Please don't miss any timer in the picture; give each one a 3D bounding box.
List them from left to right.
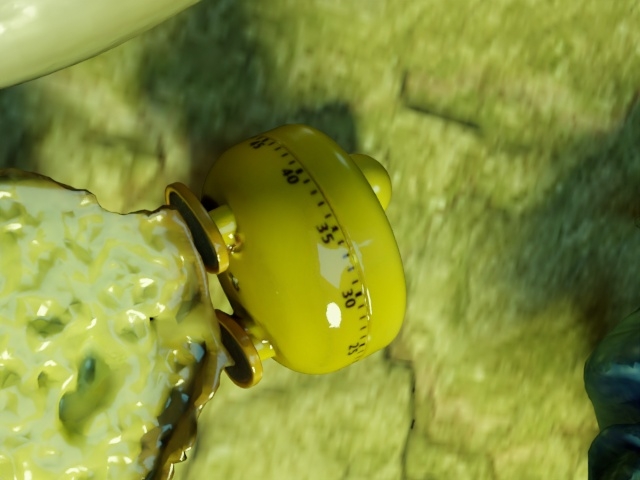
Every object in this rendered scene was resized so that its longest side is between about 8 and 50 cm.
[{"bbox_3d":[0.000,0.000,0.465,0.109,0.107,0.107,-25,111,-21],"label":"timer"}]

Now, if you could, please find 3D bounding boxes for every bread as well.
[{"bbox_3d":[-0.145,0.091,0.379,0.129,0.134,0.260,34,76,-21],"label":"bread"}]

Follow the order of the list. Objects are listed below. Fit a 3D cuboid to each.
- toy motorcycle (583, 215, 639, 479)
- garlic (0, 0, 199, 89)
[{"bbox_3d":[0.234,0.120,0.617,0.319,0.241,0.182,24,126,-38],"label":"toy motorcycle"},{"bbox_3d":[-0.064,-0.156,0.393,0.318,0.112,0.143,-33,92,-21],"label":"garlic"}]
